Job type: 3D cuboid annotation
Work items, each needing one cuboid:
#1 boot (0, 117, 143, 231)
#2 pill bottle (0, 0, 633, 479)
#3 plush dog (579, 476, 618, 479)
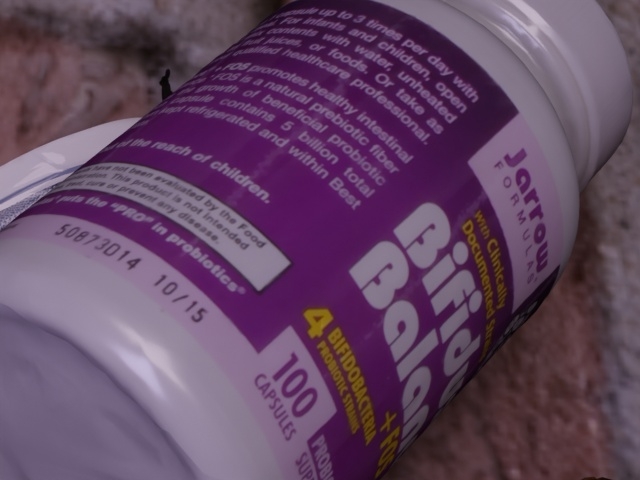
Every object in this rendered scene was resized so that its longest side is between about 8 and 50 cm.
[{"bbox_3d":[-0.136,0.023,0.812,0.190,0.069,0.086,-28,83,-20],"label":"boot"},{"bbox_3d":[0.000,0.000,0.784,0.169,0.169,0.301,41,54,9],"label":"pill bottle"},{"bbox_3d":[0.131,0.183,0.734,0.225,0.210,0.262,-15,65,-46],"label":"plush dog"}]
